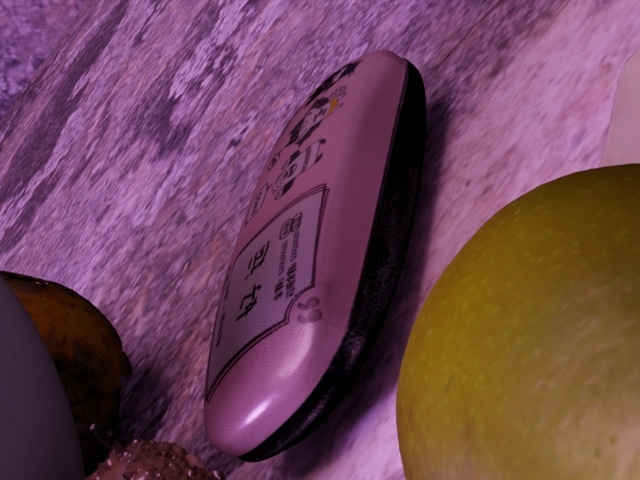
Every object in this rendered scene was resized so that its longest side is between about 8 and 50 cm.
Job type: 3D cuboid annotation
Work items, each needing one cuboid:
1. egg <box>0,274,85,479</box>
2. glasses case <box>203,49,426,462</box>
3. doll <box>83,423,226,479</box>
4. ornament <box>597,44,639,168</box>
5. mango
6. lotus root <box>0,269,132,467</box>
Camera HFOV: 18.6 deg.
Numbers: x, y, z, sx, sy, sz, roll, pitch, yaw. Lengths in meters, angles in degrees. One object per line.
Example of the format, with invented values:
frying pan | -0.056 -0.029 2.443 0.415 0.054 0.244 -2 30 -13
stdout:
egg | -0.271 0.157 1.114 0.276 0.276 0.389 -132 35 -72
glasses case | 0.000 0.000 1.125 0.122 0.075 0.314 -45 20 37
doll | -0.111 0.203 1.005 0.105 0.115 0.221 -22 42 43
ornament | 0.158 -0.030 0.814 0.180 0.059 0.201 -52 15 12
mango | 0.126 0.068 0.583 0.175 0.143 0.293 -50 27 -6
lotus root | -0.256 0.120 1.426 0.196 0.179 0.397 -44 16 -23
